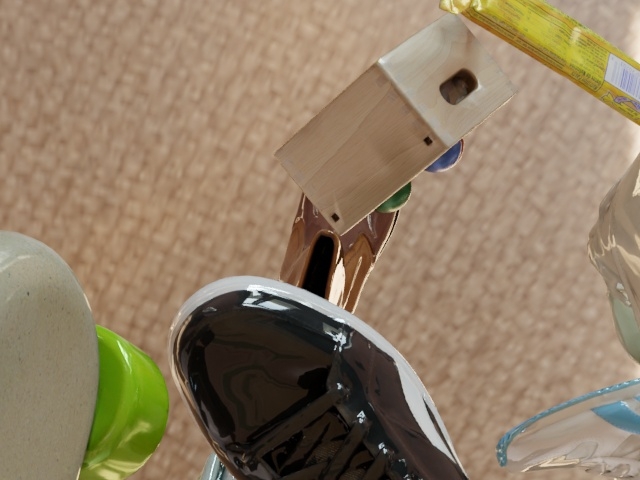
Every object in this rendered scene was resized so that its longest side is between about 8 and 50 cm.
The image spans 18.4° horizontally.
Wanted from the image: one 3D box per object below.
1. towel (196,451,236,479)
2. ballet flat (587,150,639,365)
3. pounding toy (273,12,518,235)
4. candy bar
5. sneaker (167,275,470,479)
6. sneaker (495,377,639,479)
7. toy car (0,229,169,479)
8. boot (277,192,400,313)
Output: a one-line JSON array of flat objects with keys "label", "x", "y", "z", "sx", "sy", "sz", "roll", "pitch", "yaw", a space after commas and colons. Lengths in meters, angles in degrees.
[{"label": "towel", "x": -0.129, "y": 0.381, "z": 1.589, "sx": 0.090, "sy": 0.320, "sz": 0.374, "roll": 23, "pitch": 38, "yaw": -8}, {"label": "ballet flat", "x": 0.300, "y": 0.037, "z": 1.734, "sx": 0.139, "sy": 0.400, "sz": 0.139, "roll": -12, "pitch": 43, "yaw": 12}, {"label": "pounding toy", "x": 0.098, "y": -0.114, "z": 1.481, "sx": 0.094, "sy": 0.206, "sz": 0.181, "roll": 51, "pitch": 38, "yaw": 0}, {"label": "candy bar", "x": 0.132, "y": -0.098, "z": 1.041, "sx": 0.161, "sy": 0.018, "sz": 0.040, "roll": 30, "pitch": 56, "yaw": -18}, {"label": "sneaker", "x": 0.030, "y": 0.107, "z": 0.733, "sx": 0.079, "sy": 0.121, "sz": 0.217, "roll": -41, "pitch": 105, "yaw": 3}, {"label": "sneaker", "x": 0.240, "y": 0.143, "z": 1.410, "sx": 0.228, "sy": 0.087, "sz": 0.092, "roll": -10, "pitch": 83, "yaw": -4}, {"label": "toy car", "x": -0.170, "y": 0.062, "z": 0.610, "sx": 0.188, "sy": 0.155, "sz": 0.149, "roll": 6, "pitch": 72, "yaw": 25}, {"label": "boot", "x": 0.000, "y": 0.000, "z": 1.725, "sx": 0.096, "sy": 0.280, "sz": 0.264, "roll": 24, "pitch": 91, "yaw": 5}]
